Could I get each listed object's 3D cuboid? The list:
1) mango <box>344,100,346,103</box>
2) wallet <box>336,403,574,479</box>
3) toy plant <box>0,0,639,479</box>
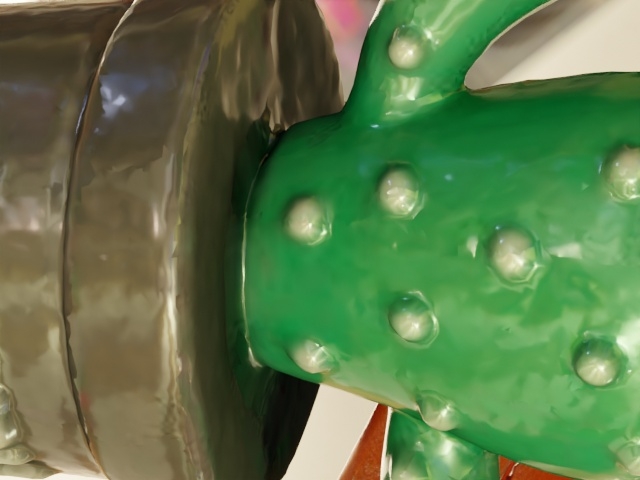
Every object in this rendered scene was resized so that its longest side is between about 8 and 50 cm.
[{"bbox_3d":[-0.080,-0.024,0.907,0.287,0.152,0.201,15,-138,-55],"label":"mango"},{"bbox_3d":[0.092,0.085,0.751,0.142,0.204,0.045,27,-179,36],"label":"wallet"},{"bbox_3d":[-0.001,0.013,0.512,0.185,0.400,0.279,51,-136,-70],"label":"toy plant"}]
